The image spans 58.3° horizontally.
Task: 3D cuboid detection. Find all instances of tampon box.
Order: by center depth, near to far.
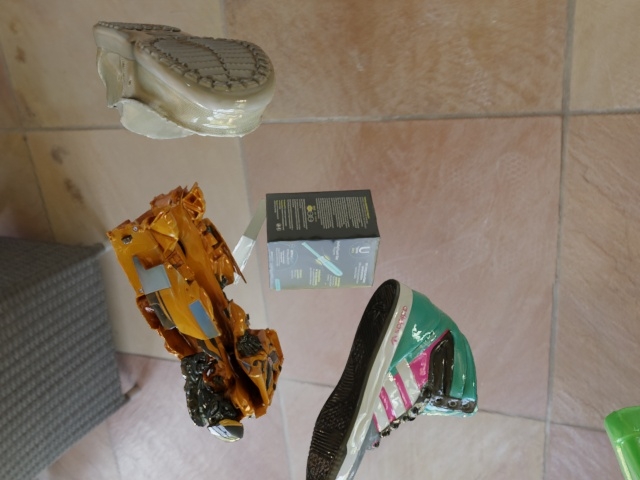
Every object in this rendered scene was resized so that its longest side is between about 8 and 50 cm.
[{"bbox_3d":[0.000,0.000,0.870,0.161,0.101,0.120,-2,139,-5],"label":"tampon box"}]

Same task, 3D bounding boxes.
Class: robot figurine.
[{"bbox_3d":[-0.128,0.086,0.672,0.085,0.211,0.291,-22,107,13],"label":"robot figurine"}]

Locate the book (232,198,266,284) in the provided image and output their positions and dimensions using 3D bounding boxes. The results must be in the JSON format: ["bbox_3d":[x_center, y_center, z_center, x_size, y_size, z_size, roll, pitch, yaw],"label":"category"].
[{"bbox_3d":[-0.134,0.002,1.037,0.035,0.096,0.144,25,139,-6],"label":"book"}]

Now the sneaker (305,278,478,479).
[{"bbox_3d":[0.108,0.218,0.752,0.178,0.124,0.295,25,87,-16],"label":"sneaker"}]

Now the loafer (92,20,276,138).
[{"bbox_3d":[-0.123,-0.130,0.497,0.268,0.102,0.092,38,132,48],"label":"loafer"}]

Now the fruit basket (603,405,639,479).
[{"bbox_3d":[0.560,0.289,0.778,0.283,0.392,0.392,-17,104,24],"label":"fruit basket"}]
